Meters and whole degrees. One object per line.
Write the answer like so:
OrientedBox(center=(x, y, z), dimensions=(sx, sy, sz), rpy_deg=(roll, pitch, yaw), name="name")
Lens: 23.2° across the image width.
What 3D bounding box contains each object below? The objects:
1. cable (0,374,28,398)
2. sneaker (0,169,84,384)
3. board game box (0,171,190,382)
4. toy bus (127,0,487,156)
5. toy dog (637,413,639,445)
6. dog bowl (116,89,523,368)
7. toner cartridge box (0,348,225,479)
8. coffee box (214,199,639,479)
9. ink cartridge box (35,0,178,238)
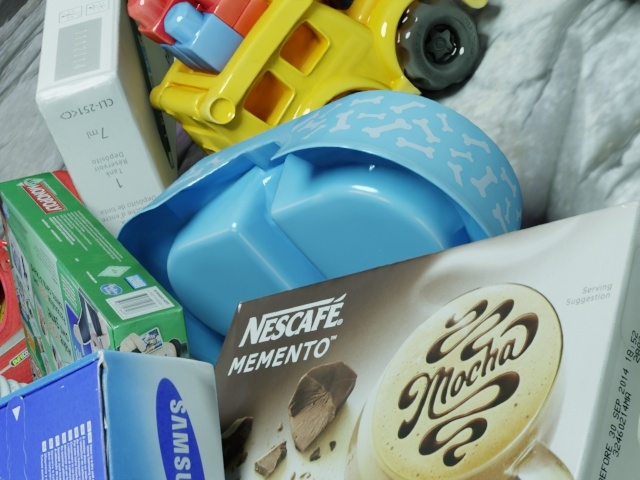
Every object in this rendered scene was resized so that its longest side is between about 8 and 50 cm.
OrientedBox(center=(-0.209, 0.213, 0.991), dimensions=(0.257, 0.089, 0.257), rpy_deg=(-114, 37, -58), name="cable")
OrientedBox(center=(-0.255, 0.027, 1.343), dimensions=(0.107, 0.118, 0.279), rpy_deg=(-32, 34, 31), name="sneaker")
OrientedBox(center=(-0.144, 0.096, 1.031), dimensions=(0.046, 0.214, 0.317), rpy_deg=(-15, 22, -19), name="board game box")
OrientedBox(center=(-0.021, -0.147, 1.109), dimensions=(0.220, 0.211, 0.149), rpy_deg=(-55, 27, -9), name="toy bus")
OrientedBox(center=(0.280, -0.069, 0.539), dimensions=(0.395, 0.284, 0.408), rpy_deg=(90, -162, -70), name="toy dog")
OrientedBox(center=(0.000, 0.000, 0.969), dimensions=(0.297, 0.166, 0.074), rpy_deg=(-19, 31, 45), name="dog bowl")
OrientedBox(center=(-0.113, 0.244, 0.775), dimensions=(0.165, 0.075, 0.348), rpy_deg=(-25, 64, 43), name="toner cartridge box")
OrientedBox(center=(0.063, 0.105, 0.786), dimensions=(0.297, 0.119, 0.168), rpy_deg=(-15, 48, 48), name="coffee box")
OrientedBox(center=(-0.146, -0.091, 1.236), dimensions=(0.066, 0.261, 0.296), rpy_deg=(-15, 37, 5), name="ink cartridge box")
